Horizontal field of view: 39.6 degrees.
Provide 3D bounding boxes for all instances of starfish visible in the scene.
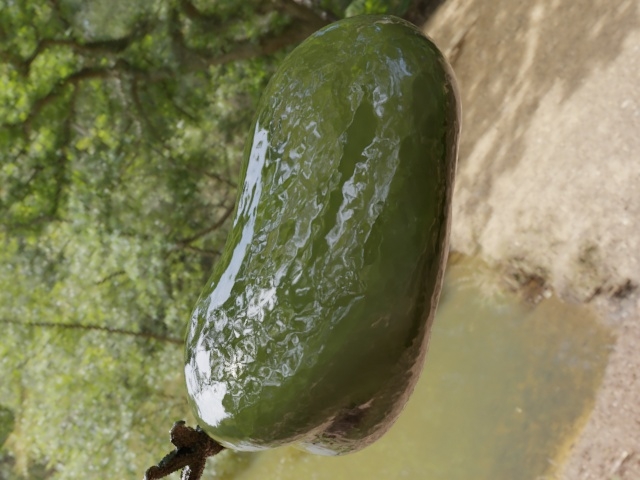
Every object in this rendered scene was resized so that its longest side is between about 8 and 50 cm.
[{"bbox_3d":[-0.090,0.154,0.638,0.091,0.028,0.078,-21,-56,-39],"label":"starfish"}]

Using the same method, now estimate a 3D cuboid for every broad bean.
[{"bbox_3d":[0.000,0.000,0.503,0.189,0.121,0.263,18,101,59],"label":"broad bean"}]
